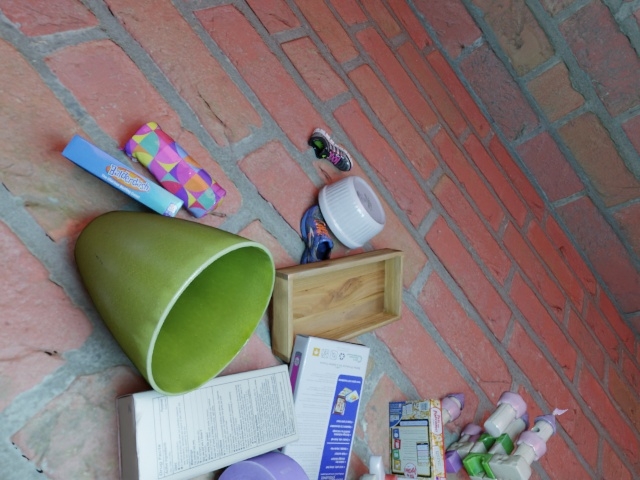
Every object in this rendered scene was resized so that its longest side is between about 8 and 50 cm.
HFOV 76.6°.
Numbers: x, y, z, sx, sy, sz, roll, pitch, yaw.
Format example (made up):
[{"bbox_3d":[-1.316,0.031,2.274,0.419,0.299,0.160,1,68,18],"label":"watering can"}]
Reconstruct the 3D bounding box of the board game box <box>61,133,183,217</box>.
[{"bbox_3d":[-0.381,-0.115,0.800,0.210,0.160,0.047,35,80,-23],"label":"board game box"}]

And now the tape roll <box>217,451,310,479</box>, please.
[{"bbox_3d":[-0.101,0.483,0.712,0.080,0.189,0.189,20,56,-54],"label":"tape roll"}]

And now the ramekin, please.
[{"bbox_3d":[0.099,-0.089,1.171,0.207,0.109,0.207,41,32,-33],"label":"ramekin"}]

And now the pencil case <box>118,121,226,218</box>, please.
[{"bbox_3d":[-0.324,-0.154,0.911,0.236,0.104,0.104,44,48,-11],"label":"pencil case"}]

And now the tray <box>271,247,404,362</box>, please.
[{"bbox_3d":[0.059,0.147,1.042,0.410,0.076,0.203,-8,103,-42],"label":"tray"}]

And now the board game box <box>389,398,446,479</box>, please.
[{"bbox_3d":[0.238,0.506,1.018,0.045,0.146,0.194,23,58,-29],"label":"board game box"}]

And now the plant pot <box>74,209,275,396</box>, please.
[{"bbox_3d":[-0.278,0.064,0.708,0.293,0.275,0.275,28,42,23],"label":"plant pot"}]

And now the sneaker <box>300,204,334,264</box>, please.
[{"bbox_3d":[0.000,0.000,1.105,0.083,0.087,0.221,15,61,-34],"label":"sneaker"}]

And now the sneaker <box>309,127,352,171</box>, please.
[{"bbox_3d":[0.027,-0.273,1.277,0.170,0.063,0.075,45,48,-7],"label":"sneaker"}]

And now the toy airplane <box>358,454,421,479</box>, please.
[{"bbox_3d":[0.130,0.629,0.769,0.386,0.272,0.385,30,70,-53],"label":"toy airplane"}]

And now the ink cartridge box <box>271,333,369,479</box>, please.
[{"bbox_3d":[-0.005,0.402,0.886,0.175,0.069,0.371,19,75,-32],"label":"ink cartridge box"}]

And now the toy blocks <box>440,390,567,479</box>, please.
[{"bbox_3d":[0.500,0.557,1.109,0.260,0.288,0.309,-22,81,-38],"label":"toy blocks"}]

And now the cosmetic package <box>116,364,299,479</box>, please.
[{"bbox_3d":[-0.203,0.333,0.752,0.296,0.129,0.153,4,69,-39],"label":"cosmetic package"}]
